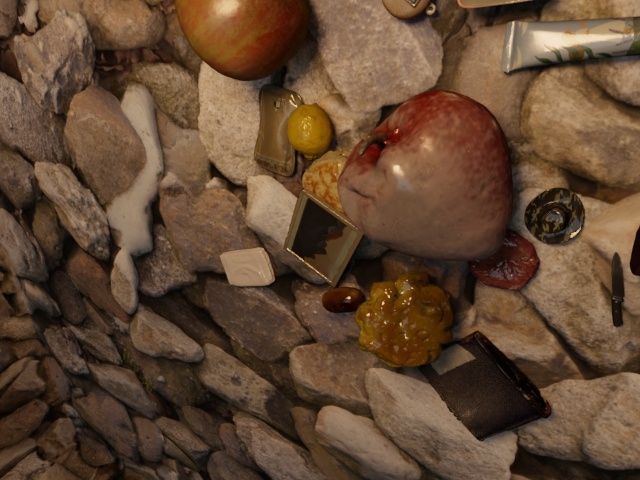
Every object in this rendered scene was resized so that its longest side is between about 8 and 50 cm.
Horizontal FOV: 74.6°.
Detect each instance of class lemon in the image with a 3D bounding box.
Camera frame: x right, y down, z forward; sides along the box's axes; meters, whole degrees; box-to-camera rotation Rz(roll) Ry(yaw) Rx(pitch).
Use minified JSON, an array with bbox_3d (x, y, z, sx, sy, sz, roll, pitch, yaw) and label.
[{"bbox_3d":[-0.024,-0.254,0.982,0.108,0.109,0.133,9,105,25],"label":"lemon"}]

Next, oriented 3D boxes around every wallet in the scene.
[{"bbox_3d":[0.410,0.375,1.079,0.262,0.071,0.221,47,131,5],"label":"wallet"},{"bbox_3d":[-0.230,0.087,1.308,0.182,0.032,0.124,-6,107,32],"label":"wallet"}]

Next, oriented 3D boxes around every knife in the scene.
[{"bbox_3d":[0.611,0.103,0.863,0.023,0.010,0.171,-4,109,31],"label":"knife"}]

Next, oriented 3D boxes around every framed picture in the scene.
[{"bbox_3d":[0.000,0.001,1.099,0.192,0.018,0.266,36,144,11],"label":"framed picture"}]

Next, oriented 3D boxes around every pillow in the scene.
[{"bbox_3d":[-0.108,-0.275,1.064,0.130,0.033,0.218,24,122,18],"label":"pillow"}]

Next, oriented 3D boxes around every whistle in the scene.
[{"bbox_3d":[0.138,-0.511,0.802,0.220,0.057,0.107,47,127,4],"label":"whistle"}]

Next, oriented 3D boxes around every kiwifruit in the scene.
[{"bbox_3d":[0.061,0.164,1.159,0.124,0.075,0.075,-14,106,29],"label":"kiwifruit"}]

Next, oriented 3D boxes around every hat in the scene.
[{"bbox_3d":[0.469,-0.045,0.846,0.121,0.050,0.121,11,115,25],"label":"hat"}]

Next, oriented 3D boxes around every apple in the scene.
[{"bbox_3d":[-0.152,-0.469,0.863,0.233,0.257,0.257,-18,103,32],"label":"apple"}]

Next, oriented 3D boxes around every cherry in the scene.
[{"bbox_3d":[0.200,-0.106,0.819,0.325,0.291,0.335,-17,119,11],"label":"cherry"}]

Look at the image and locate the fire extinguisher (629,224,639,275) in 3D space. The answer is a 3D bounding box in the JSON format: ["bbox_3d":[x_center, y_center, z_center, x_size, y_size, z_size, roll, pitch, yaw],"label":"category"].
[{"bbox_3d":[0.734,0.028,0.699,0.336,0.114,0.136,12,91,24],"label":"fire extinguisher"}]

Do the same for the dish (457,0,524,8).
[{"bbox_3d":[0.311,-0.509,0.694,0.151,0.077,0.213,6,115,25],"label":"dish"}]

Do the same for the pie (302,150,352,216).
[{"bbox_3d":[0.056,-0.117,1.017,0.178,0.084,0.205,-24,105,44],"label":"pie"}]

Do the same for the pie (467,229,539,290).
[{"bbox_3d":[0.404,0.045,0.932,0.153,0.038,0.154,11,118,22],"label":"pie"}]

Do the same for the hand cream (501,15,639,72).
[{"bbox_3d":[0.450,-0.340,0.721,0.255,0.055,0.088,11,114,32],"label":"hand cream"}]

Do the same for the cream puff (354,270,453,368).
[{"bbox_3d":[0.198,0.190,1.017,0.244,0.244,0.196,49,162,0],"label":"cream puff"}]
